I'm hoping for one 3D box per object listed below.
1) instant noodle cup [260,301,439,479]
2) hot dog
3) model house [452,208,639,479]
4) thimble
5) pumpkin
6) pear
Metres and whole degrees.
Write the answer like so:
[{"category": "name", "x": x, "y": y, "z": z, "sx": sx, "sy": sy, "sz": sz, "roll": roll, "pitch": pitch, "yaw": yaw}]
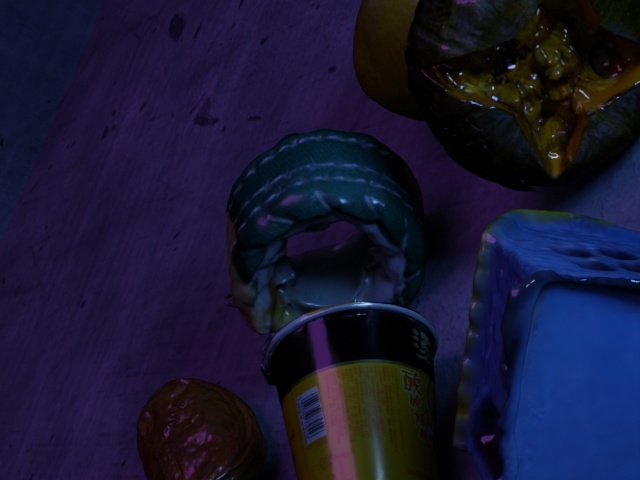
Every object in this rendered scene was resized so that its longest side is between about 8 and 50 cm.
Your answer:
[{"category": "instant noodle cup", "x": 0.046, "y": 0.218, "z": 1.503, "sx": 0.215, "sy": 0.215, "sz": 0.236, "roll": -37, "pitch": 43, "yaw": 33}, {"category": "hot dog", "x": -0.164, "y": 0.311, "z": 1.801, "sx": 0.196, "sy": 0.122, "sz": 0.272, "roll": -56, "pitch": 34, "yaw": 8}, {"category": "model house", "x": 0.235, "y": 0.102, "z": 1.232, "sx": 0.303, "sy": 0.215, "sz": 0.237, "roll": -111, "pitch": 26, "yaw": -75}, {"category": "thimble", "x": 0.000, "y": 0.000, "z": 1.699, "sx": 0.288, "sy": 0.254, "sz": 0.167, "roll": -41, "pitch": 33, "yaw": 29}, {"category": "pumpkin", "x": 0.247, "y": -0.216, "z": 1.481, "sx": 0.320, "sy": 0.320, "sz": 0.192, "roll": -48, "pitch": 19, "yaw": 17}, {"category": "pear", "x": 0.180, "y": -0.279, "z": 1.708, "sx": 0.307, "sy": 0.253, "sz": 0.253, "roll": -38, "pitch": 34, "yaw": 53}]
